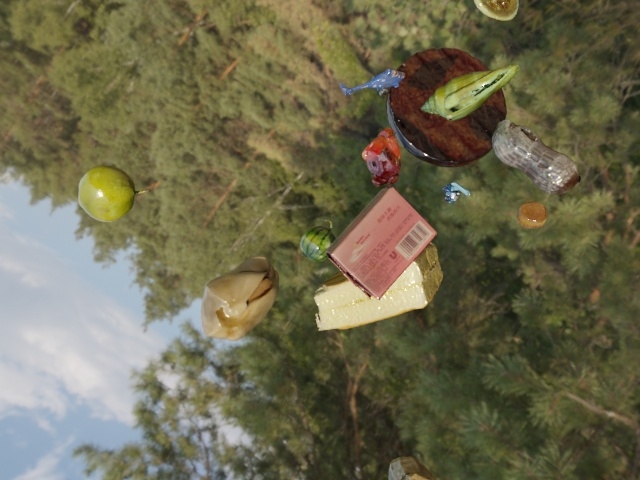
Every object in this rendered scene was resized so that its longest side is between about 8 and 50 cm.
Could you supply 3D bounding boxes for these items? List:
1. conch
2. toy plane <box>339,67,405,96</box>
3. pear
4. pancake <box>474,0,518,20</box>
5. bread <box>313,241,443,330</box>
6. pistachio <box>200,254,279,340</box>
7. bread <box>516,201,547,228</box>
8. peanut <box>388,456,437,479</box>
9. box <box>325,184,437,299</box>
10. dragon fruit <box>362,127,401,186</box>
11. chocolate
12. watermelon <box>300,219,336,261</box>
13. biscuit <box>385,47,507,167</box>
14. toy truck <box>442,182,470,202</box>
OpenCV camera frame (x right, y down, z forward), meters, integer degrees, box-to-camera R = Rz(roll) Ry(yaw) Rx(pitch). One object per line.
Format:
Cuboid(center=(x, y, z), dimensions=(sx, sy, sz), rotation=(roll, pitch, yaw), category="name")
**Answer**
Cuboid(center=(0.286, -0.288, 1.051), dimensions=(0.080, 0.095, 0.200), rotation=(55, 146, -10), category="conch")
Cuboid(center=(0.127, -0.377, 1.266), dimensions=(0.062, 0.167, 0.054), rotation=(97, 152, -68), category="toy plane")
Cuboid(center=(-0.658, -0.150, 1.701), dimensions=(0.216, 0.180, 0.166), rotation=(-3, -146, -29), category="pear")
Cuboid(center=(0.335, -0.468, 1.011), dimensions=(0.108, 0.108, 0.017), rotation=(34, 162, -14), category="pancake")
Cuboid(center=(0.127, 0.093, 1.135), dimensions=(0.239, 0.245, 0.111), rotation=(-26, -83, -67), category="bread")
Cuboid(center=(-0.343, 0.239, 2.257), dimensions=(0.281, 0.365, 0.446), rotation=(50, -141, -17), category="pistachio")
Cuboid(center=(0.619, -0.070, 1.556), dimensions=(0.085, 0.085, 0.053), rotation=(34, 151, 24), category="bread")
Cuboid(center=(0.247, 0.630, 1.283), dimensions=(0.233, 0.110, 0.197), rotation=(154, 93, -81), category="peanut")
Cuboid(center=(0.094, 0.004, 0.841), dimensions=(0.111, 0.156, 0.060), rotation=(44, 176, -10), category="box")
Cuboid(center=(0.131, -0.181, 1.158), dimensions=(0.067, 0.127, 0.112), rotation=(-6, 180, -12), category="dragon fruit")
Cuboid(center=(0.530, -0.205, 1.326), dimensions=(0.248, 0.110, 0.110), rotation=(47, -175, 22), category="chocolate")
Cuboid(center=(-0.002, 0.007, 1.435), dimensions=(0.109, 0.109, 0.109), rotation=(34, -179, 0), category="watermelon")
Cuboid(center=(0.406, -0.432, 1.740), dimensions=(0.407, 0.408, 0.091), rotation=(34, 168, -3), category="biscuit")
Cuboid(center=(0.507, -0.179, 1.976), dimensions=(0.090, 0.073, 0.056), rotation=(-11, 179, 33), category="toy truck")
